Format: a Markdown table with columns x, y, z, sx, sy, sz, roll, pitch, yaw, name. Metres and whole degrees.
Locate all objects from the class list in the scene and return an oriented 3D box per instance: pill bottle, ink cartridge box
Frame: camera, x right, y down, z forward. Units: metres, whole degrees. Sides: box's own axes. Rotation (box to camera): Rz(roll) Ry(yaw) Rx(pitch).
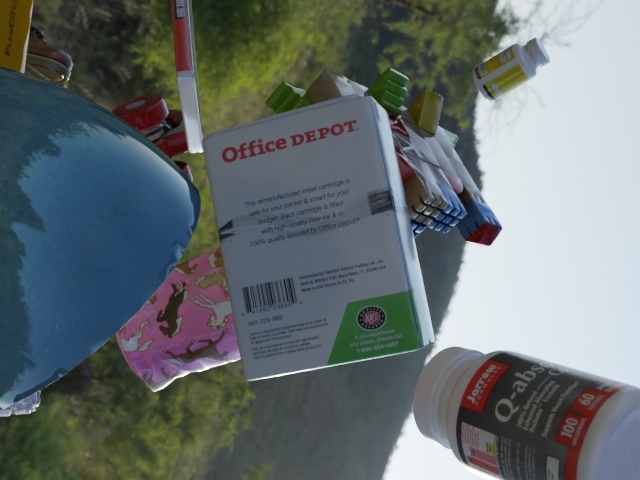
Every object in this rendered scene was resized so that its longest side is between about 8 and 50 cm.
| x | y | z | sx | sy | sz | roll | pitch | yaw | name |
| --- | --- | --- | --- | --- | --- | --- | --- | --- | --- |
| 0.330 | 0.289 | 1.404 | 0.363 | 0.210 | 0.210 | 12 | -101 | 50 | pill bottle |
| 0.000 | 0.000 | 1.046 | 0.121 | 0.211 | 0.289 | 12 | 67 | -74 | ink cartridge box |
| 0.312 | -0.281 | 1.468 | 0.116 | 0.065 | 0.065 | -29 | -156 | 26 | pill bottle |

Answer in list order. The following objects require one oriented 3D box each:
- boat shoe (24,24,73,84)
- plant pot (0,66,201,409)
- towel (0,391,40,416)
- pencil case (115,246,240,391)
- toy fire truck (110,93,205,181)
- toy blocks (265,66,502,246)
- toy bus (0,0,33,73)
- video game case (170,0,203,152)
| x | y | z | sx | sy | sz | roll | pitch | yaw | name |
| --- | --- | --- | --- | --- | --- | --- | --- | --- | --- |
| -0.572 | -0.368 | 1.690 | 0.110 | 0.307 | 0.105 | 41 | 68 | -54 | boat shoe |
| -0.272 | -0.028 | 0.736 | 0.290 | 0.195 | 0.290 | -26 | -150 | 16 | plant pot |
| -0.519 | 0.063 | 1.095 | 0.053 | 0.331 | 0.317 | 172 | -85 | -83 | towel |
| -0.121 | 0.078 | 1.324 | 0.167 | 0.386 | 0.160 | -114 | 179 | -55 | pencil case |
| -0.365 | -0.175 | 1.648 | 0.254 | 0.302 | 0.169 | -115 | -174 | -63 | toy fire truck |
| 0.121 | -0.102 | 1.389 | 0.191 | 0.381 | 0.261 | -45 | -130 | 26 | toy blocks |
| -0.398 | -0.274 | 1.016 | 0.108 | 0.130 | 0.333 | -26 | 125 | -83 | toy bus |
| -0.191 | -0.295 | 1.263 | 0.204 | 0.025 | 0.285 | 98 | -15 | -67 | video game case |
